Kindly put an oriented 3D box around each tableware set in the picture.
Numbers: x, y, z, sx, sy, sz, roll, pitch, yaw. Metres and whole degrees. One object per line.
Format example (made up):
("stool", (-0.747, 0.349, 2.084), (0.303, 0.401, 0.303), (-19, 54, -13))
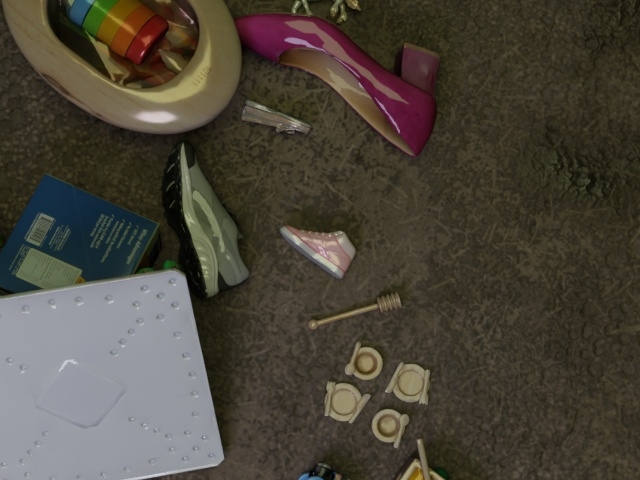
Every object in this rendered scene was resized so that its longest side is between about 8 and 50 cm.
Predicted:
("tableware set", (0.095, 0.255, 1.761), (0.169, 0.020, 0.141), (24, 83, 1))

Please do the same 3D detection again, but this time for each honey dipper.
("honey dipper", (0.056, 0.120, 1.775), (0.161, 0.030, 0.030), (-15, 83, 0))

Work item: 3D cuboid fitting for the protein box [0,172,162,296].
("protein box", (-0.390, 0.036, 1.700), (0.201, 0.136, 0.199), (24, 72, 1))

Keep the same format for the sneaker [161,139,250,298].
("sneaker", (-0.194, -0.039, 1.764), (0.108, 0.100, 0.271), (-12, 79, -28))

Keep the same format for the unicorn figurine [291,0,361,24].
("unicorn figurine", (-0.016, -0.432, 1.835), (0.162, 0.060, 0.111), (-3, 82, -19))

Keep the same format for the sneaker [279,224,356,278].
("sneaker", (0.000, 0.000, 1.778), (0.134, 0.051, 0.070), (36, 81, 0))

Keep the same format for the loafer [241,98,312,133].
("loafer", (-0.077, -0.204, 1.809), (0.125, 0.045, 0.039), (23, 99, 8))

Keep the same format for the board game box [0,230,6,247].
("board game box", (-0.576, -0.002, 1.691), (0.092, 0.181, 0.043), (-28, 84, -5))

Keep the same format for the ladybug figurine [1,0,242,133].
("ladybug figurine", (-0.329, -0.351, 1.756), (0.449, 0.162, 0.305), (40, 84, 3))

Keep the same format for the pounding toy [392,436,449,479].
("pounding toy", (0.165, 0.409, 1.702), (0.130, 0.100, 0.141), (36, 83, 3))

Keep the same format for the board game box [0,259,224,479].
("board game box", (-0.370, 0.223, 1.621), (0.390, 0.050, 0.389), (-9, 122, -3))

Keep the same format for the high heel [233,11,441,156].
("high heel", (0.016, -0.266, 1.774), (0.378, 0.127, 0.181), (12, 79, 0))

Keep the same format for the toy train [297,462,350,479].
("toy train", (-0.001, 0.457, 1.706), (0.105, 0.080, 0.184), (21, 80, -8))
